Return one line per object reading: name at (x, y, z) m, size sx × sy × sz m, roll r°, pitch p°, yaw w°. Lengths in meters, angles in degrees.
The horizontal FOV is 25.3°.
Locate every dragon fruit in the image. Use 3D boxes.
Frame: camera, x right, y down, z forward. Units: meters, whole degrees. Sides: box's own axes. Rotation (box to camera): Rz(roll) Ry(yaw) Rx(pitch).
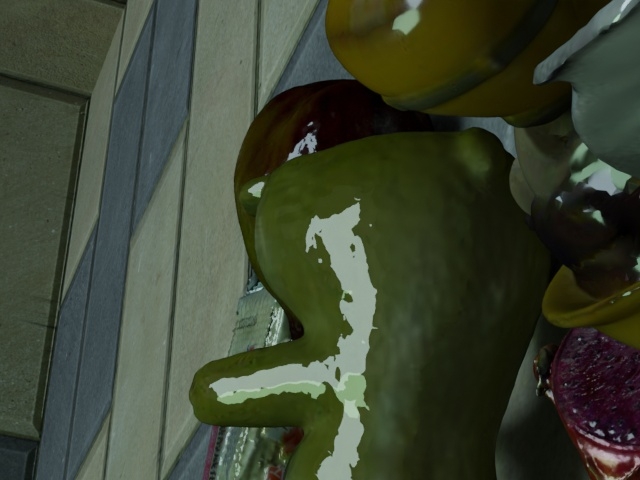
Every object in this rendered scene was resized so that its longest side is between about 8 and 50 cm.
dragon fruit at (0.158, 0.074, 0.644) m, size 0.112 × 0.068 × 0.126 m, roll -41°, pitch 37°, yaw -12°

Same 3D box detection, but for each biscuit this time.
biscuit at (-0.048, 0.169, 1.256) m, size 0.186 × 0.079 × 0.309 m, roll 158°, pitch 126°, yaw -72°

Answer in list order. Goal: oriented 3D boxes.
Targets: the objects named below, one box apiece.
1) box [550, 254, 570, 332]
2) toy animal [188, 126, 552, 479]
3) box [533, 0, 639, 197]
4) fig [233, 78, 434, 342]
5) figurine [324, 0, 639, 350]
box at (0.151, 0.021, 0.818) m, size 0.083 × 0.024 × 0.054 m, roll -121°, pitch 49°, yaw -68°
toy animal at (0.031, 0.119, 0.806) m, size 0.180 × 0.181 × 0.363 m, roll -3°, pitch 75°, yaw 58°
box at (0.216, 0.036, 0.320) m, size 0.262 × 0.291 × 0.206 m, roll 29°, pitch -128°, yaw -65°
fig at (-0.002, 0.000, 1.134) m, size 0.170 × 0.146 × 0.274 m, roll 27°, pitch 106°, yaw 60°
figurine at (0.123, -0.048, 0.553) m, size 0.192 × 0.257 × 0.167 m, roll -21°, pitch 49°, yaw 62°
